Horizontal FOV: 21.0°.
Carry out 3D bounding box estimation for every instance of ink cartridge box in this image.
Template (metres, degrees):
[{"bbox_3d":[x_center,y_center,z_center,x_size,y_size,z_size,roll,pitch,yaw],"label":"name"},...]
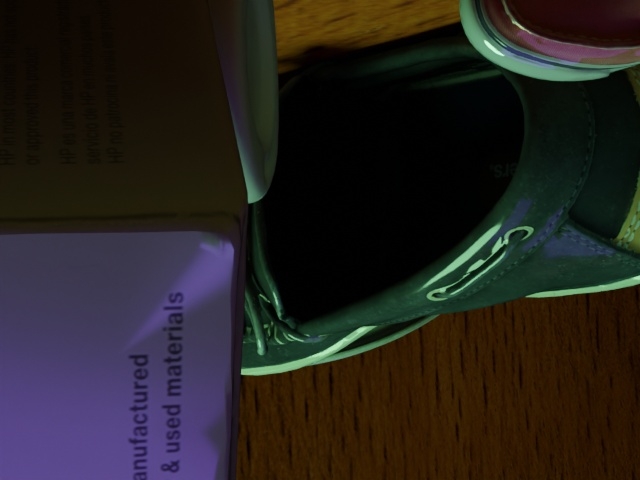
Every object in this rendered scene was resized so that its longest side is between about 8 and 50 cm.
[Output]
[{"bbox_3d":[-0.184,-0.011,0.459,0.307,0.129,0.223,-1,-146,-9],"label":"ink cartridge box"}]

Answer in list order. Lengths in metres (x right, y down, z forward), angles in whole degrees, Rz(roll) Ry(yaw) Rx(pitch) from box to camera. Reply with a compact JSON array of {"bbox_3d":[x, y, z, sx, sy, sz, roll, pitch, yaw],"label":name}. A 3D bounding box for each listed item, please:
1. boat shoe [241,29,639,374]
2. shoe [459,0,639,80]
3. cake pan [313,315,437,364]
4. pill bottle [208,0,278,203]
[{"bbox_3d":[0.003,-0.023,1.027,0.156,0.186,0.500,7,168,-41],"label":"boat shoe"},{"bbox_3d":[0.143,-0.098,0.614,0.178,0.063,0.081,-7,178,-14],"label":"shoe"},{"bbox_3d":[0.000,0.000,1.440,0.293,0.054,0.293,-13,-151,8],"label":"cake pan"},{"bbox_3d":[-0.117,-0.063,0.650,0.193,0.108,0.108,-2,178,6],"label":"pill bottle"}]
